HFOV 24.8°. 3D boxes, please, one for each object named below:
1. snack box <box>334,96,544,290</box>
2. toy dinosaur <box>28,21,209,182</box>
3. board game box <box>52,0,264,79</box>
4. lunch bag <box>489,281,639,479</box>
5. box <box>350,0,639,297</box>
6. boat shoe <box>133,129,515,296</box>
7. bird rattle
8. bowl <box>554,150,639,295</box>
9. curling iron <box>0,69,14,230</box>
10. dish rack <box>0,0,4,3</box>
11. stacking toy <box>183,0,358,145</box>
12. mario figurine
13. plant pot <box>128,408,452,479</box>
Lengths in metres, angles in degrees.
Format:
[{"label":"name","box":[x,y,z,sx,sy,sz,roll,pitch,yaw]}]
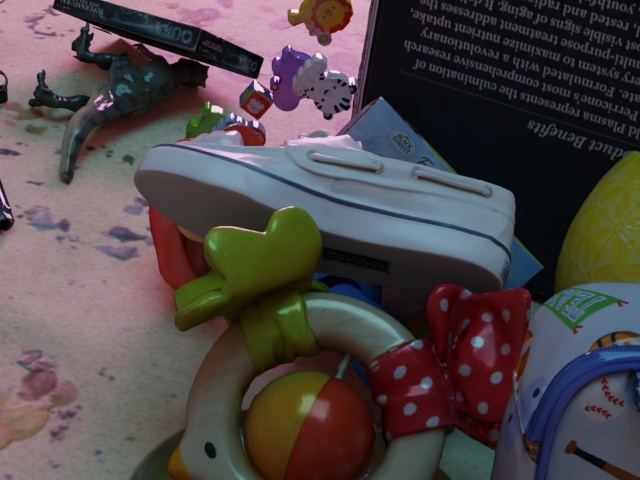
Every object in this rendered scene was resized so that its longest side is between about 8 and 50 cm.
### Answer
[{"label":"snack box","box":[0.078,-0.027,1.141,0.174,0.070,0.207,47,1,-4]},{"label":"toy dinosaur","box":[-0.211,-0.147,1.424,0.118,0.064,0.268,28,38,15]},{"label":"board game box","box":[-0.166,-0.213,1.500,0.186,0.026,0.126,20,3,28]},{"label":"lunch bag","box":[0.212,0.168,0.794,0.243,0.303,0.115,7,23,-3]},{"label":"box","box":[0.261,-0.265,1.346,0.297,0.471,0.480,21,33,16]},{"label":"boat shoe","box":[0.006,-0.030,0.991,0.258,0.095,0.084,17,64,-3]},{"label":"bird rattle","box":[0.014,0.100,0.936,0.253,0.207,0.143,26,-11,-2]},{"label":"bowl","box":[0.250,0.096,1.031,0.156,0.289,0.289,-38,39,5]},{"label":"curling iron","box":[-0.307,-0.093,1.329,0.068,0.035,0.274,-2,33,-18]},{"label":"dish rack","box":[-0.501,-0.214,1.438,0.285,0.072,0.333,19,33,17]},{"label":"stacking toy","box":[-0.050,-0.113,1.294,0.052,0.221,0.167,36,24,-21]},{"label":"mario figurine","box":[0.000,0.000,1.123,0.170,0.198,0.320,-33,54,-32]},{"label":"plant pot","box":[-0.013,0.194,0.949,0.236,0.032,0.236,7,32,-5]}]
